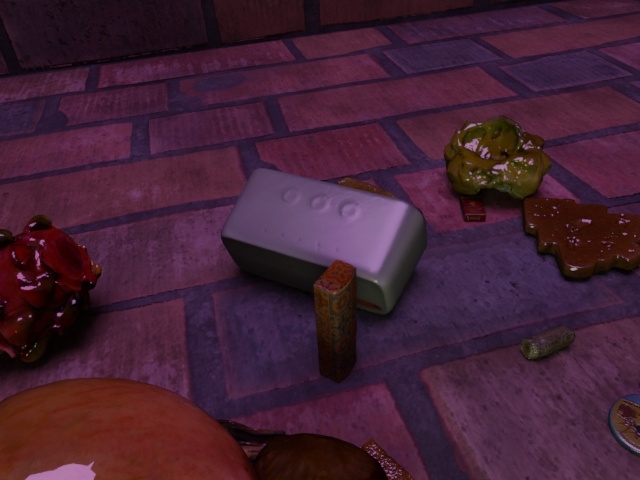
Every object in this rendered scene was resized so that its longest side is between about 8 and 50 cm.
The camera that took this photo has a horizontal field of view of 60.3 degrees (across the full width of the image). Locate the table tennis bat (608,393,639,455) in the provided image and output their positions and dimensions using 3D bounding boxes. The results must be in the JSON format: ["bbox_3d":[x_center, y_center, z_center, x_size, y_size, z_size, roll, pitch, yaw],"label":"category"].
[{"bbox_3d":[0.523,0.280,0.885,0.100,0.019,0.155,19,45,29],"label":"table tennis bat"}]

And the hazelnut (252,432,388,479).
[{"bbox_3d":[-0.013,0.342,0.736,0.202,0.160,0.170,-8,39,52],"label":"hazelnut"}]

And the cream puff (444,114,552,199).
[{"bbox_3d":[0.451,-0.221,1.413,0.282,0.185,0.282,0,31,0],"label":"cream puff"}]

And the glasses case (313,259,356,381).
[{"bbox_3d":[0.031,0.143,0.945,0.049,0.218,0.075,20,43,27],"label":"glasses case"}]

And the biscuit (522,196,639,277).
[{"bbox_3d":[0.589,-0.023,1.260,0.278,0.043,0.301,-22,39,-20],"label":"biscuit"}]

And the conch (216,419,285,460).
[{"bbox_3d":[-0.171,0.322,0.849,0.233,0.086,0.080,-15,-4,-34],"label":"conch"}]

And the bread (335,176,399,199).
[{"bbox_3d":[0.100,-0.062,1.310,0.196,0.102,0.138,25,49,30],"label":"bread"}]

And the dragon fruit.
[{"bbox_3d":[-0.574,0.106,1.043,0.227,0.243,0.307,38,36,-9],"label":"dragon fruit"}]

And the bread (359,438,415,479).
[{"bbox_3d":[0.075,0.355,0.812,0.090,0.035,0.094,-30,45,-30],"label":"bread"}]

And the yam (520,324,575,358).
[{"bbox_3d":[0.413,0.184,1.003,0.094,0.043,0.043,-17,39,-19],"label":"yam"}]

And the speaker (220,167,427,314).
[{"bbox_3d":[0.000,0.000,1.158,0.406,0.183,0.184,15,60,24],"label":"speaker"}]

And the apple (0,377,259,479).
[{"bbox_3d":[-0.258,0.324,0.601,0.364,0.363,0.364,-3,37,2],"label":"apple"}]

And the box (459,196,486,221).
[{"bbox_3d":[0.378,-0.079,1.370,0.052,0.023,0.082,0,37,4],"label":"box"}]
